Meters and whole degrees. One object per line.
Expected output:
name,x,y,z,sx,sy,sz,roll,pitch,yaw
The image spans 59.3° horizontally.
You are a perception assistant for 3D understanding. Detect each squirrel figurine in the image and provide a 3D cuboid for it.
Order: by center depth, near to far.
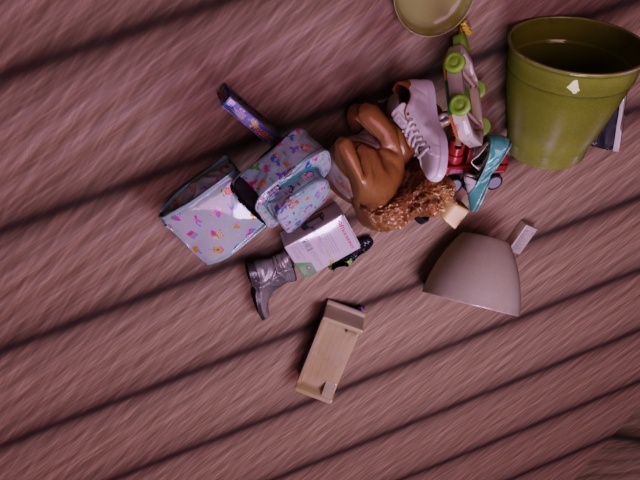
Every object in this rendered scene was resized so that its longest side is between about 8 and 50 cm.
squirrel figurine,0.220,-0.236,1.622,0.370,0.281,0.397,-38,100,-15

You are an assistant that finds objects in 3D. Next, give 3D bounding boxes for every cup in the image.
cup,0.540,0.105,1.936,0.331,0.331,0.236,14,88,-24

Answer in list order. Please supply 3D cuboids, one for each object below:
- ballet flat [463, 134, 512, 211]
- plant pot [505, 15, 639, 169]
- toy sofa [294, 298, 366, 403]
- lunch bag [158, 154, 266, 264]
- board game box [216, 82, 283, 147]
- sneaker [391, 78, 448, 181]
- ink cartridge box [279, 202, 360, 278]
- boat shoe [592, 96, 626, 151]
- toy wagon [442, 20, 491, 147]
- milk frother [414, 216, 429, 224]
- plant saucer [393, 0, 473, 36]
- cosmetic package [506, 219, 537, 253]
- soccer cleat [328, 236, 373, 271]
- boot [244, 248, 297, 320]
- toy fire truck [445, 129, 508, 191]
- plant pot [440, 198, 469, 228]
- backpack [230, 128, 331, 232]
ballet flat,0.483,-0.208,1.696,0.087,0.083,0.247,21,113,0
plant pot,0.700,-0.410,1.643,0.367,0.366,0.352,-12,135,-10
toy sofa,0.036,0.393,2.046,0.150,0.177,0.362,20,116,0
lunch bag,-0.303,-0.077,1.629,0.262,0.160,0.223,-38,125,1
board game box,-0.187,-0.332,1.519,0.035,0.136,0.201,-46,122,12
sneaker,0.243,-0.282,1.447,0.123,0.290,0.106,-2,159,-19
ink cartridge box,0.000,0.000,1.807,0.213,0.093,0.154,-28,125,3
boat shoe,0.922,-0.441,1.811,0.113,0.127,0.340,8,139,29
toy wagon,0.408,-0.442,1.587,0.068,0.344,0.267,-9,172,28
milk frother,0.282,-0.110,1.835,0.135,0.129,0.143,35,148,-31
plant saucer,0.304,-0.678,1.516,0.241,0.037,0.240,-8,123,-12
cosmetic package,0.730,-0.011,2.054,0.060,0.041,0.115,20,113,-26
soccer cleat,0.103,0.049,1.880,0.179,0.072,0.060,-28,125,1
boot,-0.150,0.151,1.865,0.161,0.083,0.246,-16,125,-14
toy fire truck,0.473,-0.296,1.754,0.217,0.158,0.246,-5,132,-13
plant pot,0.432,-0.103,1.887,0.083,0.081,0.081,28,109,-17
backpack,-0.081,-0.158,1.477,0.253,0.191,0.225,-48,165,-8
